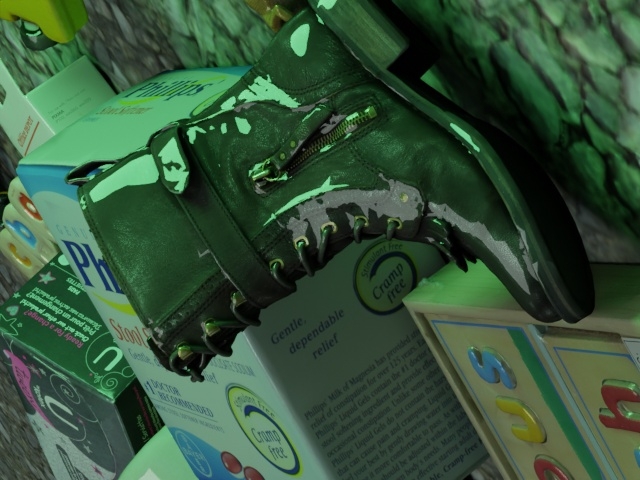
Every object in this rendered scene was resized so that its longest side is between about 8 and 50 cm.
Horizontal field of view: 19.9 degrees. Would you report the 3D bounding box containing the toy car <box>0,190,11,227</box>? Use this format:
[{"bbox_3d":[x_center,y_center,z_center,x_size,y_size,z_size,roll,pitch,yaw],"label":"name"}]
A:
[{"bbox_3d":[-0.285,-0.001,1.824,0.040,0.060,0.122,-95,-13,-67],"label":"toy car"}]

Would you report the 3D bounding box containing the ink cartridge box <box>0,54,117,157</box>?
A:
[{"bbox_3d":[-0.191,-0.073,1.505,0.198,0.067,0.115,52,158,1],"label":"ink cartridge box"}]

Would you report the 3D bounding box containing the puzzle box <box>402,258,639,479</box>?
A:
[{"bbox_3d":[0.223,0.192,1.082,0.409,0.052,0.272,59,158,-14],"label":"puzzle box"}]

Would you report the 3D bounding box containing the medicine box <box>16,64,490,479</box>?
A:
[{"bbox_3d":[-0.041,0.034,1.252,0.263,0.149,0.289,7,130,61],"label":"medicine box"}]

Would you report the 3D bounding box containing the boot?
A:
[{"bbox_3d":[0.000,0.000,1.009,0.263,0.229,0.091,53,-165,21],"label":"boot"}]

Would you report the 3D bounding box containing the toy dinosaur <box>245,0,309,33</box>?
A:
[{"bbox_3d":[-0.045,-0.171,1.071,0.211,0.064,0.112,55,159,-3],"label":"toy dinosaur"}]

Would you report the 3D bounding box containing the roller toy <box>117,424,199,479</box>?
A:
[{"bbox_3d":[-0.066,0.196,1.487,0.146,0.191,0.209,49,180,13],"label":"roller toy"}]

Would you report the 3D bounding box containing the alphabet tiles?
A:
[{"bbox_3d":[-0.194,0.061,1.731,0.278,0.021,0.284,41,153,6],"label":"alphabet tiles"}]

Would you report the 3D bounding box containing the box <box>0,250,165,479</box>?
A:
[{"bbox_3d":[-0.169,0.136,1.621,0.163,0.142,0.247,27,148,30],"label":"box"}]

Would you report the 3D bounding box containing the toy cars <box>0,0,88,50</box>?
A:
[{"bbox_3d":[-0.190,-0.241,1.242,0.176,0.087,0.394,49,155,-3],"label":"toy cars"}]
